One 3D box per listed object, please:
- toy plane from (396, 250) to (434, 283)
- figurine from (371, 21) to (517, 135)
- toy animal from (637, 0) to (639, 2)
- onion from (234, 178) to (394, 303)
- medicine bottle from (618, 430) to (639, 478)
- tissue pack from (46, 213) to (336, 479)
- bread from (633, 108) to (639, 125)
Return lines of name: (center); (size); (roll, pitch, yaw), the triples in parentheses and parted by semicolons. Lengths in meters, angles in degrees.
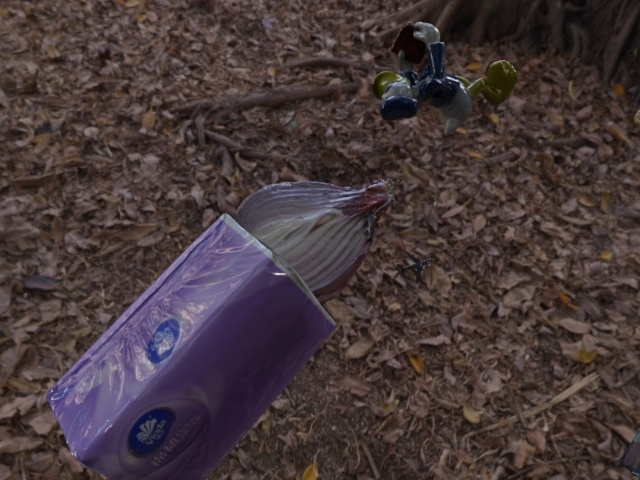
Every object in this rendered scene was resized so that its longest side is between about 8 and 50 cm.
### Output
toy plane: (0.211, 0.055, 1.019); (0.084, 0.078, 0.024); (-18, 7, 25)
figurine: (0.251, -0.379, 1.070); (0.338, 0.204, 0.284); (-35, 100, -31)
toy animal: (0.466, -0.514, 0.802); (0.205, 0.367, 0.081); (-9, 55, 35)
onion: (0.000, 0.000, 0.944); (0.348, 0.159, 0.267); (-20, 69, 2)
medicine bottle: (0.604, 0.348, 0.784); (0.258, 0.124, 0.079); (14, 15, -43)
tissue pack: (-0.155, 0.164, 0.657); (0.338, 0.242, 0.160); (-47, 51, -9)
bread: (0.719, -0.267, 0.890); (0.225, 0.134, 0.081); (-31, 95, -25)
